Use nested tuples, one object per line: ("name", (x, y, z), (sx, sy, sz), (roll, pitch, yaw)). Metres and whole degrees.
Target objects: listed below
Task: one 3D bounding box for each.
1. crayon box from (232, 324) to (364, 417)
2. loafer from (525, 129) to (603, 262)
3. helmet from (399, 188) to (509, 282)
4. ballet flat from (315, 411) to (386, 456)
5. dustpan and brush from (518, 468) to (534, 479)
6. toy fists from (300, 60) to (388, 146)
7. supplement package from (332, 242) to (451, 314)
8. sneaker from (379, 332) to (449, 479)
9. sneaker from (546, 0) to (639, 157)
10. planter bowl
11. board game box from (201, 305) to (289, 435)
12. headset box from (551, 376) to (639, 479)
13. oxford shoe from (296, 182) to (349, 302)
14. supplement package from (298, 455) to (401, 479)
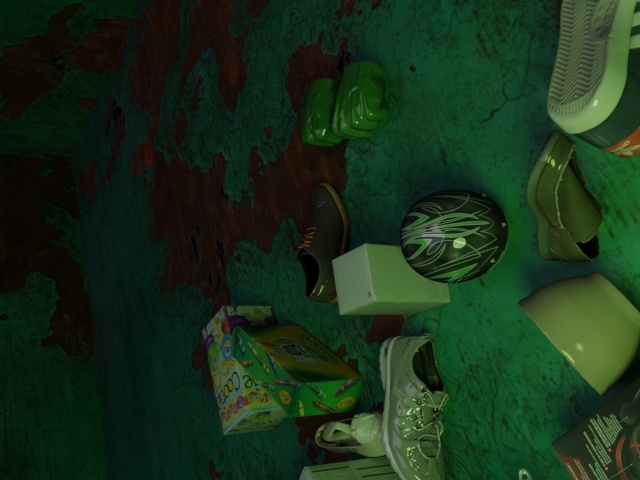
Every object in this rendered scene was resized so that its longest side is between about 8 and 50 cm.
("crayon box", (-0.055, 0.274, 1.441), (0.278, 0.165, 0.081), (30, 111, 52))
("loafer", (0.339, -0.052, 0.895), (0.087, 0.251, 0.094), (17, 67, 33))
("helmet", (0.215, -0.007, 1.083), (0.161, 0.169, 0.170), (63, -157, -77))
("ballet flat", (0.074, 0.378, 1.306), (0.248, 0.086, 0.086), (-31, 62, 49))
("dustpan and brush", (0.302, 0.395, 0.861), (0.147, 0.060, 0.211), (-26, 55, 11))
("toy fists", (0.046, -0.275, 1.419), (0.279, 0.096, 0.142), (-2, 75, 56))
("supplement package", (0.127, 0.073, 1.188), (0.105, 0.179, 0.105), (-28, 64, 50))
("sneaker", (0.172, 0.296, 1.166), (0.115, 0.105, 0.281), (-34, 59, 49))
("sneaker", (0.408, -0.266, 0.888), (0.131, 0.148, 0.350), (-12, 52, 61))
("planter bowl", (0.361, 0.110, 0.890), (0.109, 0.162, 0.162), (-43, 48, 10))
("board game box", (-0.176, 0.313, 1.630), (0.142, 0.144, 0.275), (-47, 51, 42))
("headset box", (0.435, 0.275, 0.785), (0.293, 0.110, 0.218), (-57, 44, 35))
("oxford shoe", (0.000, 0.000, 1.448), (0.097, 0.098, 0.271), (-27, 65, 51))
("supplement package", (0.047, 0.559, 1.232), (0.145, 0.204, 0.262), (44, 122, 50))
